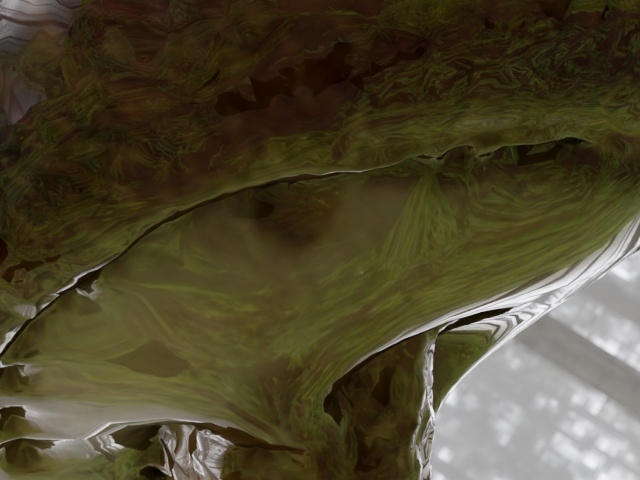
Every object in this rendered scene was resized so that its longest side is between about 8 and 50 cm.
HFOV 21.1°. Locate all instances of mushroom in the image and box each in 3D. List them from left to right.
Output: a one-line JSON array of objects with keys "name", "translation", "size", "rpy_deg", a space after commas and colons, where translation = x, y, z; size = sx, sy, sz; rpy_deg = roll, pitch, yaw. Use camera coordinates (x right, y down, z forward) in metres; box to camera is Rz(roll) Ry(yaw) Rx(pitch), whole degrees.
[{"name": "mushroom", "translation": [0.000, 0.000, 0.545], "size": [0.346, 0.259, 0.345], "rpy_deg": [-20, -16, -6]}]
